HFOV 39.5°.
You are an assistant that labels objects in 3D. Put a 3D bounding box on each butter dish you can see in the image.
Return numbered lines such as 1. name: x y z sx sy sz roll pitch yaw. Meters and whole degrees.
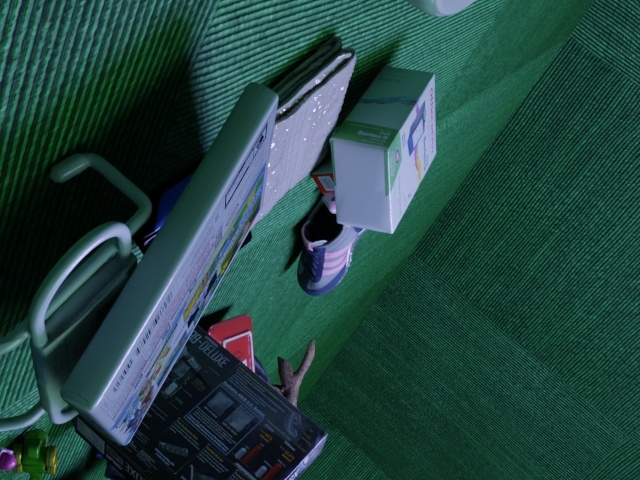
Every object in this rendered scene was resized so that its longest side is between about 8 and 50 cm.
1. butter dish: -0.194 0.219 1.599 0.160 0.118 0.159 -13 100 -66

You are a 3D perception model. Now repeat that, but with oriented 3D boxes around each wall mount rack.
1. wall mount rack: -0.283 0.087 0.795 0.304 0.130 0.350 -47 169 -29

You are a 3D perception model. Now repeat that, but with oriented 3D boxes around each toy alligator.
1. toy alligator: -0.398 0.304 1.253 0.189 0.056 0.051 113 -20 -57

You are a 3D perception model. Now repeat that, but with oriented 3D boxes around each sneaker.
1. sneaker: 0.000 0.000 1.671 0.131 0.112 0.319 -17 148 -38

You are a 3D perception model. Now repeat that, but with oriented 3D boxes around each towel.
1. towel: -0.041 -0.128 1.166 0.187 0.049 0.282 -44 168 -24

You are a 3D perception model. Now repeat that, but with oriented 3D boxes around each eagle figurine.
1. eagle figurine: -0.128 0.328 1.817 0.226 0.225 0.298 -36 -167 -31

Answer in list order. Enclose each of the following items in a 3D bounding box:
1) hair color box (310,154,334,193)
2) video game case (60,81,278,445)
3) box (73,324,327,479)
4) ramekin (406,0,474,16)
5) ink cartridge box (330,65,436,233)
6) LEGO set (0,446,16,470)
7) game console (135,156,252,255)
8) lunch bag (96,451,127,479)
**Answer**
1. hair color box: 0.058 -0.134 1.461 0.141 0.043 0.072 -44 -156 -25
2. video game case: -0.140 0.040 0.899 0.329 0.036 0.300 -62 177 -19
3. box: -0.183 0.294 1.369 0.242 0.307 0.076 -42 160 -36
4. ramekin: 0.135 -0.356 0.820 0.303 0.148 0.303 -46 169 -12
5. ink cartridge box: 0.098 -0.138 1.320 0.212 0.093 0.154 -59 152 -44
6. LEGO set: -0.417 0.363 0.976 0.132 0.107 0.286 26 78 -62
7. game console: -0.140 -0.024 1.058 0.144 0.124 0.085 -40 -168 -37
8. lunch bag: -0.249 0.385 1.595 0.221 0.293 0.138 123 -25 -56
